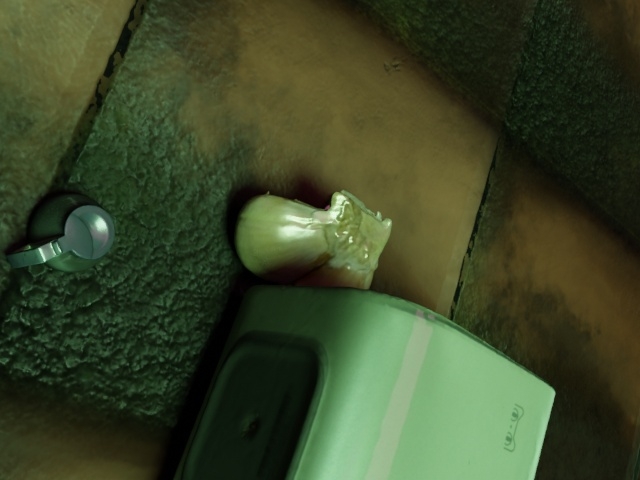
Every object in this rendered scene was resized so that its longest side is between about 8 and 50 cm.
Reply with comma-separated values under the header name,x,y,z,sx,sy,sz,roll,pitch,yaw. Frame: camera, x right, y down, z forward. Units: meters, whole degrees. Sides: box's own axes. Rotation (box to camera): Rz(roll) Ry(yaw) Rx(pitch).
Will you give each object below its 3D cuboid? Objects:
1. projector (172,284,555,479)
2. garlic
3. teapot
name,x,y,z,sx,sy,sz,roll,pitch,yaw
projector,0.030,0.199,0.692,0.248,0.248,0.249,31,70,-34
garlic,-0.009,0.006,0.776,0.174,0.099,0.124,30,89,-31
teapot,-0.203,-0.002,0.630,0.088,0.057,0.066,-31,107,-36
